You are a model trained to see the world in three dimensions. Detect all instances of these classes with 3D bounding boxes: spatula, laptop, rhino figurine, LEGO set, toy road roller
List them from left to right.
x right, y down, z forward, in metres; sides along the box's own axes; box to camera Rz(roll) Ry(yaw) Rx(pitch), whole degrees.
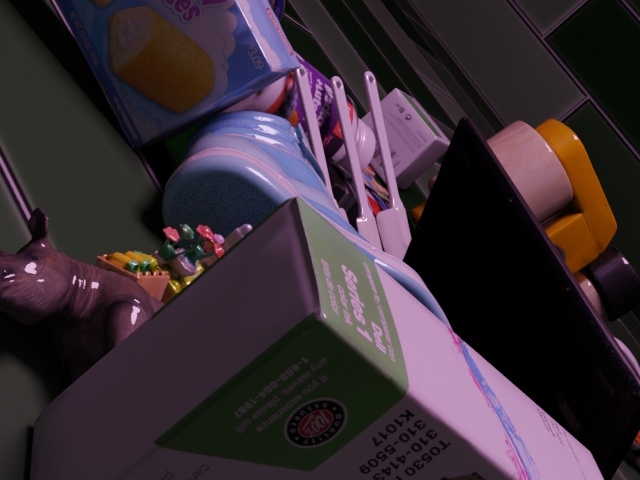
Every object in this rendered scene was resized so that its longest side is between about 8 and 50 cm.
[{"bbox_3d":[-0.124,0.062,0.769,0.243,0.073,0.106,39,22,-27],"label":"rhino figurine"},{"bbox_3d":[-0.050,0.031,0.974,0.287,0.107,0.132,35,21,-42],"label":"LEGO set"},{"bbox_3d":[0.039,-0.070,1.386,0.168,0.019,0.242,-5,80,-50],"label":"spatula"},{"bbox_3d":[0.228,-0.004,1.601,0.330,0.202,0.240,61,-8,-33],"label":"toy road roller"},{"bbox_3d":[0.237,0.157,1.250,0.236,0.408,0.382,1,39,-23],"label":"laptop"}]

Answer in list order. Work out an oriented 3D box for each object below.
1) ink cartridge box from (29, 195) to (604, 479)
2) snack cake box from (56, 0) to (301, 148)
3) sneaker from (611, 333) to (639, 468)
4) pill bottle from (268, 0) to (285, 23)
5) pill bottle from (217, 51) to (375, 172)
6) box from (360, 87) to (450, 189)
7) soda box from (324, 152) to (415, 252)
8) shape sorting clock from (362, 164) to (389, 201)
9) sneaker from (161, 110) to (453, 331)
[{"bbox_3d":[0.012,0.143,0.704,0.278,0.201,0.117,41,18,-29],"label":"ink cartridge box"},{"bbox_3d":[-0.149,-0.234,1.136,0.264,0.152,0.089,63,20,-1],"label":"snack cake box"},{"bbox_3d":[0.430,0.231,1.836,0.271,0.100,0.108,47,21,-9],"label":"sneaker"},{"bbox_3d":[-0.107,-0.280,1.472,0.123,0.123,0.219,48,7,-4],"label":"pill bottle"},{"bbox_3d":[-0.025,-0.140,1.443,0.193,0.108,0.108,33,22,-44],"label":"pill bottle"},{"bbox_3d":[0.114,-0.144,1.844,0.101,0.102,0.087,53,14,17],"label":"box"},{"bbox_3d":[0.041,-0.028,1.448,0.169,0.060,0.053,34,27,-43],"label":"soda box"},{"bbox_3d":[0.027,-0.108,1.636,0.206,0.040,0.206,44,17,-17],"label":"shape sorting clock"},{"bbox_3d":[0.000,0.000,1.155,0.319,0.127,0.208,44,18,-22],"label":"sneaker"}]
